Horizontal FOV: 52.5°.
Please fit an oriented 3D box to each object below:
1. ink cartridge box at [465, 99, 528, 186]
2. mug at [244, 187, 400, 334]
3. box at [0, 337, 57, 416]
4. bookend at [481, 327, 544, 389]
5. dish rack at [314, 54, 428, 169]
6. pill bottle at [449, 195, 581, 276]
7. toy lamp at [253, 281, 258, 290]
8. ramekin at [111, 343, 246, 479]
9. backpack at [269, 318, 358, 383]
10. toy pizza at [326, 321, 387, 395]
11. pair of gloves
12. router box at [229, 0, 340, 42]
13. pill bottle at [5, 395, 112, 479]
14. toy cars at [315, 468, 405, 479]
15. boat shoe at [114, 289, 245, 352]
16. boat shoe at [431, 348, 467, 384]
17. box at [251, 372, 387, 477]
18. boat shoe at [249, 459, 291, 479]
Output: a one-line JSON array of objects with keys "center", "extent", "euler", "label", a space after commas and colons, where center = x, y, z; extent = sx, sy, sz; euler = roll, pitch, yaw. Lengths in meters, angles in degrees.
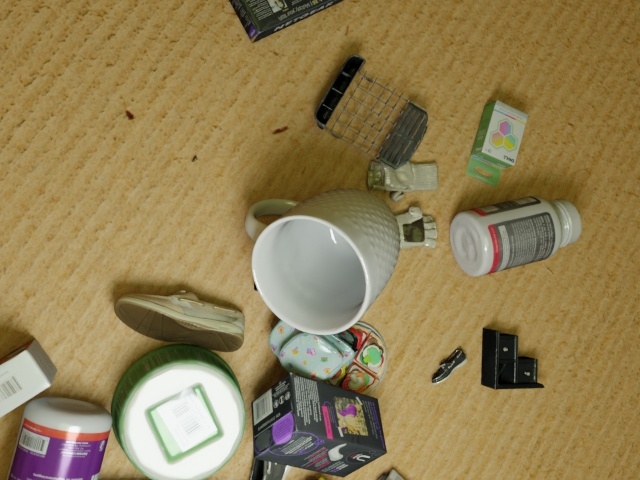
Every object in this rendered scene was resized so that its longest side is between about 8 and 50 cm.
[{"center": [0.483, -0.265, 1.779], "extent": [0.109, 0.062, 0.209], "euler": [20, 83, -17], "label": "ink cartridge box"}, {"center": [0.000, 0.000, 1.498], "extent": [0.374, 0.328, 0.276], "euler": [24, 120, 16], "label": "mug"}, {"center": [-0.635, 0.285, 1.348], "extent": [0.130, 0.170, 0.091], "euler": [-33, 100, -16], "label": "box"}, {"center": [0.525, 0.322, 1.771], "extent": [0.157, 0.072, 0.156], "euler": [4, 87, -18], "label": "bookend"}, {"center": [0.139, -0.315, 1.648], "extent": [0.271, 0.074, 0.208], "euler": [31, 81, -3], "label": "dish rack"}, {"center": [0.522, -0.021, 1.725], "extent": [0.318, 0.176, 0.176], "euler": [-12, 92, -17], "label": "pill bottle"}, {"center": [-0.024, 0.133, 1.597], "extent": [0.274, 0.080, 0.080], "euler": [20, 83, -17], "label": "toy lamp"}, {"center": [-0.313, 0.393, 1.460], "extent": [0.303, 0.148, 0.303], "euler": [1, 88, -18], "label": "ramekin"}, {"center": [-0.027, 0.245, 1.539], "extent": [0.188, 0.144, 0.166], "euler": [46, 112, 2], "label": "backpack"}, {"center": [0.081, 0.306, 1.650], "extent": [0.201, 0.032, 0.201], "euler": [1, 88, -18], "label": "toy pizza"}, {"center": [0.217, -0.099, 1.700], "extent": [0.204, 0.042, 0.240], "euler": [5, 86, -17], "label": "pair of gloves"}, {"center": [-0.089, -0.665, 1.597], "extent": [0.309, 0.081, 0.243], "euler": [-30, 97, -16], "label": "router box"}, {"center": [-0.562, 0.504, 1.361], "extent": [0.181, 0.181, 0.323], "euler": [15, 85, -17], "label": "pill bottle"}, {"center": [0.081, 0.639, 1.550], "extent": [0.393, 0.087, 0.176], "euler": [5, 54, -27], "label": "toy cars"}, {"center": [-0.319, 0.171, 1.499], "extent": [0.302, 0.109, 0.098], "euler": [17, 44, -16], "label": "boat shoe"}, {"center": [0.337, 0.334, 1.724], "extent": [0.125, 0.046, 0.038], "euler": [-33, 98, -19], "label": "boat shoe"}, {"center": [-0.004, 0.429, 1.494], "extent": [0.270, 0.165, 0.143], "euler": [25, 39, -33], "label": "box"}, {"center": [-0.147, 0.600, 1.526], "extent": [0.095, 0.112, 0.335], "euler": [23, 75, -24], "label": "boat shoe"}]
